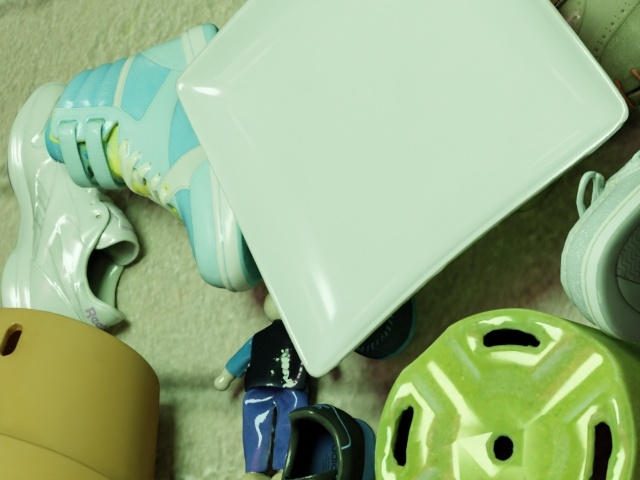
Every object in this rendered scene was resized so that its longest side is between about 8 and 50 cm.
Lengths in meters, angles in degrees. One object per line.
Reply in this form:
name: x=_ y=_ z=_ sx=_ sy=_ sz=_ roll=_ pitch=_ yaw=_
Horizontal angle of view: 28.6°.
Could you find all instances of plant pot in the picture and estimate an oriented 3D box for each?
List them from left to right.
plant pot: x=-0.277 y=0.198 z=1.185 sx=0.290 sy=0.291 sz=0.204 roll=-9 pitch=51 yaw=33
plant pot: x=0.176 y=0.165 z=0.870 sx=0.276 sy=0.254 sz=0.276 roll=-13 pitch=66 yaw=31

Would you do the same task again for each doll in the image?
doll: x=-0.044 y=0.134 z=1.174 sx=0.129 sy=0.046 sz=0.189 roll=-8 pitch=68 yaw=32

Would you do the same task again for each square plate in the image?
square plate: x=0.050 y=-0.117 z=1.060 sx=0.344 sy=0.049 sz=0.347 roll=-42 pitch=58 yaw=25

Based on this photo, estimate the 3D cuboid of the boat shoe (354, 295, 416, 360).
boat shoe: x=0.000 y=0.000 z=1.166 sx=0.109 sy=0.089 sz=0.258 roll=-41 pitch=54 yaw=16

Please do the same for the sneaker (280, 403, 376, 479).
sneaker: x=0.003 y=0.253 z=1.063 sx=0.081 sy=0.090 sz=0.232 roll=-17 pitch=63 yaw=28

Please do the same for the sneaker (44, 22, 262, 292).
sneaker: x=-0.170 y=-0.063 z=1.256 sx=0.208 sy=0.127 sz=0.319 roll=-15 pitch=52 yaw=4

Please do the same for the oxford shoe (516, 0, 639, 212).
oxford shoe: x=0.252 y=-0.161 z=1.031 sx=0.130 sy=0.123 sz=0.348 roll=34 pitch=95 yaw=34

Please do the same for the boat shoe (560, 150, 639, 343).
boat shoe: x=0.253 y=-0.021 z=0.884 sx=0.103 sy=0.320 sz=0.118 roll=0 pitch=114 yaw=43

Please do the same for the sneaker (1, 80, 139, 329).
sneaker: x=-0.263 y=-0.033 z=1.374 sx=0.152 sy=0.114 sz=0.305 roll=-9 pitch=71 yaw=18
